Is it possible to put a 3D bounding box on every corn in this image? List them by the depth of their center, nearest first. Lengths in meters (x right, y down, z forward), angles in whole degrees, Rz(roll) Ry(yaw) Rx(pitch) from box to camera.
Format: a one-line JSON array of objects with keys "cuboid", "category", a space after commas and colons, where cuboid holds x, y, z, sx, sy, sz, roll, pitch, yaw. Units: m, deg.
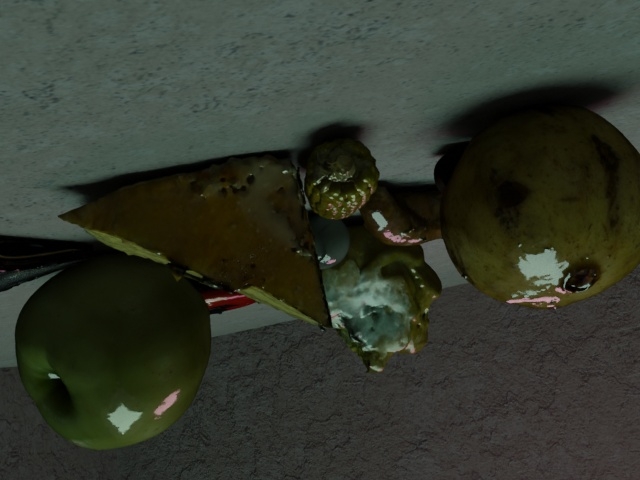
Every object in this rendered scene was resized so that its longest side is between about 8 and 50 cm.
[{"cuboid": [0.023, -0.076, 1.314, 0.097, 0.097, 0.262, -9, 172, -4], "category": "corn"}]

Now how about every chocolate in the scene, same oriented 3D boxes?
[{"cuboid": [0.243, -0.088, 1.464, 0.148, 0.125, 0.080, -12, -172, -13], "category": "chocolate"}]

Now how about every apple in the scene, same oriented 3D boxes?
[{"cuboid": [-0.367, 0.198, 1.790, 0.357, 0.357, 0.357, -9, 171, -1], "category": "apple"}]

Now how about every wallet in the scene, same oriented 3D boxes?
[{"cuboid": [-0.534, 0.045, 1.623, 0.221, 0.071, 0.262, -20, 171, 27], "category": "wallet"}]

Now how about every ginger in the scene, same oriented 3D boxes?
[{"cuboid": [0.187, -0.044, 1.682, 0.309, 0.107, 0.133, -2, -177, -22], "category": "ginger"}]

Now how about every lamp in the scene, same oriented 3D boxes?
[{"cuboid": [0.000, 0.000, 1.757, 0.105, 0.105, 0.105, -9, 171, -1], "category": "lamp"}]

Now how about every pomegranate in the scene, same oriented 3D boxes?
[{"cuboid": [0.300, -0.041, 1.296, 0.281, 0.281, 0.281, -9, 171, -1], "category": "pomegranate"}]

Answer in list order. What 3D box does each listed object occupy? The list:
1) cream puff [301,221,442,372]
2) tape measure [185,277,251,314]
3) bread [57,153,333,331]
[{"cuboid": [0.090, 0.081, 1.983, 0.274, 0.323, 0.270, -40, -155, 12], "category": "cream puff"}, {"cuboid": [-0.247, 0.098, 2.070, 0.260, 0.114, 0.253, -14, 171, 26], "category": "tape measure"}, {"cuboid": [-0.147, 0.040, 1.365, 0.315, 0.279, 0.248, -21, 179, -2], "category": "bread"}]
